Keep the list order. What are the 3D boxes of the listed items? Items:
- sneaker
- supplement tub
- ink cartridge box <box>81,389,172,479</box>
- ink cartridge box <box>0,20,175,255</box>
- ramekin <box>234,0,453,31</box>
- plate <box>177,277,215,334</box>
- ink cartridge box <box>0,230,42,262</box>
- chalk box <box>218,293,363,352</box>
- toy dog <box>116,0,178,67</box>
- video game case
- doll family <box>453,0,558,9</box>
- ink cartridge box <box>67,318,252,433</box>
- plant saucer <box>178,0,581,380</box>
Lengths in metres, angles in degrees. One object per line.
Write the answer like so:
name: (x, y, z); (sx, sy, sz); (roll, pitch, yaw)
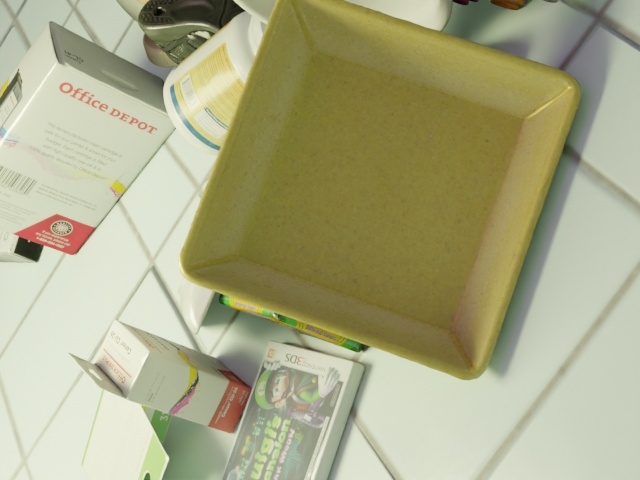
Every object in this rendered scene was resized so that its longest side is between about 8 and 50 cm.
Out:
sneaker: (-0.140, -0.296, 1.924); (0.228, 0.130, 0.087); (2, 64, 24)
supplement tub: (-0.096, -0.215, 1.752); (0.200, 0.144, 0.144); (-32, 47, 38)
ink cartridge box: (-0.231, 0.279, 1.677); (0.235, 0.056, 0.171); (45, 121, 52)
ink cartridge box: (-0.400, -0.149, 2.038); (0.306, 0.226, 0.131); (-49, 39, 20)
ramekin: (0.025, -0.337, 1.474); (0.277, 0.277, 0.135); (-10, 57, 49)
plate: (-0.120, -0.022, 1.643); (0.277, 0.045, 0.278); (164, 127, -84)
ink cartridge box: (-0.584, -0.052, 2.358); (0.371, 0.069, 0.175); (1, 71, 50)
chalk box: (0.000, 0.000, 1.511); (0.132, 0.132, 0.213); (13, 82, 55)
toy dog: (-0.263, -0.429, 2.077); (0.333, 0.161, 0.220); (56, 161, 20)
video game case: (-0.037, 0.218, 1.524); (0.173, 0.022, 0.190); (8, 76, 54)
doll family: (0.237, -0.341, 1.449); (0.263, 0.118, 0.163); (-172, 98, -72)
ink cartridge box: (-0.196, 0.160, 1.611); (0.115, 0.198, 0.067); (30, 94, 55)
plant saucer: (0.063, -0.059, 1.383); (0.081, 0.333, 0.332); (59, -129, -79)
